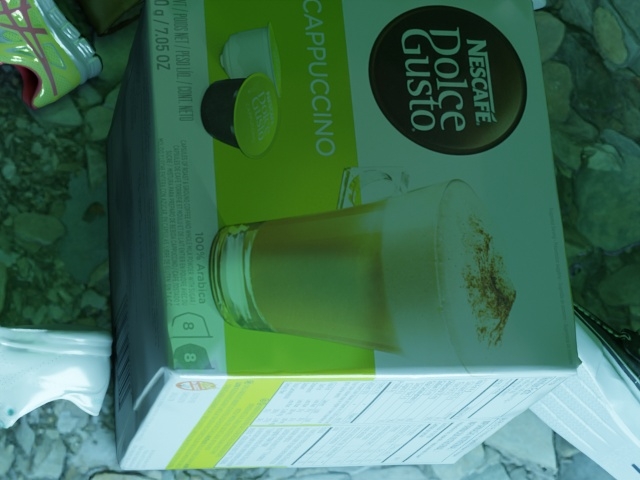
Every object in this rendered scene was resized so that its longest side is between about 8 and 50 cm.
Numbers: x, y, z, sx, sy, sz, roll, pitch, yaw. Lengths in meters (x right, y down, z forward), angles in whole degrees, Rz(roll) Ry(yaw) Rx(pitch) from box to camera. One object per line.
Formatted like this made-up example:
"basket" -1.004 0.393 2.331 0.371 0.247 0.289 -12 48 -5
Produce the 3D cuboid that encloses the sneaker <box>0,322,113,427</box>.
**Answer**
"sneaker" -0.293 0.119 1.548 0.212 0.080 0.094 4 93 -6

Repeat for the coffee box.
"coffee box" 0.000 0.000 1.511 0.334 0.338 0.338 0 70 -13

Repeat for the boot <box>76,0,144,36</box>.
"boot" -0.196 -0.369 1.667 0.269 0.236 0.089 58 34 3

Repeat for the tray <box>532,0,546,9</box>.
"tray" 0.097 -0.285 1.811 0.270 0.030 0.145 -14 75 -18

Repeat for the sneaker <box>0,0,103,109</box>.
"sneaker" -0.297 -0.207 1.628 0.094 0.081 0.208 -44 117 -10

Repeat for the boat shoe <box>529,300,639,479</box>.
"boat shoe" 0.291 0.142 1.661 0.335 0.121 0.119 46 58 -6
